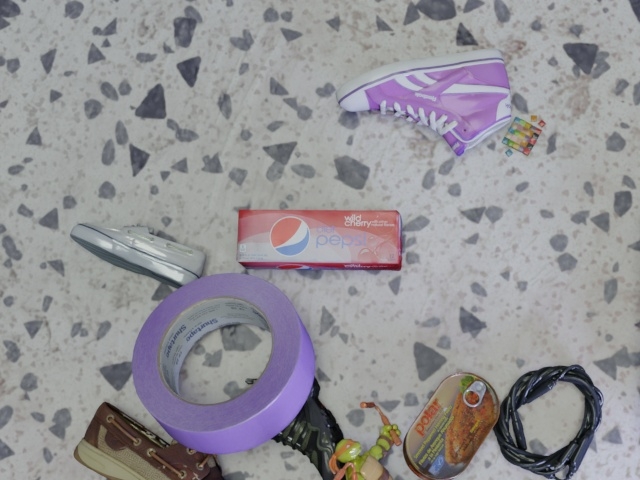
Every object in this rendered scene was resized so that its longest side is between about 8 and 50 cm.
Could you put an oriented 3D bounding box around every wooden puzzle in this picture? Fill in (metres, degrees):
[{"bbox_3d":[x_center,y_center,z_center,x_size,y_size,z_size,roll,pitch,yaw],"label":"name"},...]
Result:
[{"bbox_3d":[0.332,-0.173,1.983,0.049,0.006,0.083,29,85,10],"label":"wooden puzzle"}]

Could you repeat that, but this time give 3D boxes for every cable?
[{"bbox_3d":[0.359,0.275,1.890,0.151,0.047,0.184,24,86,15],"label":"cable"}]

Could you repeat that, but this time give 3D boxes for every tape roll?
[{"bbox_3d":[-0.151,0.189,1.881,0.275,0.090,0.274,-8,56,12],"label":"tape roll"}]

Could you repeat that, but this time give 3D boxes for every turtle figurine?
[{"bbox_3d":[0.083,0.381,1.829,0.087,0.269,0.217,-38,96,27],"label":"turtle figurine"}]

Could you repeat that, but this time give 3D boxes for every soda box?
[{"bbox_3d":[0.000,0.000,1.951,0.263,0.083,0.092,0,80,7],"label":"soda box"}]

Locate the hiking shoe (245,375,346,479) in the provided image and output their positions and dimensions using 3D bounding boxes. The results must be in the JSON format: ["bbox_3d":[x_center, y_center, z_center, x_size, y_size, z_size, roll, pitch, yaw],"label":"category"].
[{"bbox_3d":[-0.035,0.301,1.913,0.114,0.086,0.226,-28,70,10],"label":"hiking shoe"}]

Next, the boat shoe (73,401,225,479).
[{"bbox_3d":[-0.218,0.356,1.900,0.342,0.123,0.123,22,85,16],"label":"boat shoe"}]

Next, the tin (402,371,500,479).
[{"bbox_3d":[0.202,0.290,1.874,0.106,0.040,0.189,38,64,4],"label":"tin"}]

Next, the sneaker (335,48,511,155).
[{"bbox_3d":[0.172,-0.211,1.962,0.282,0.102,0.161,-10,83,4],"label":"sneaker"}]

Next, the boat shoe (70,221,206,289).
[{"bbox_3d":[-0.297,0.012,1.993,0.226,0.083,0.075,25,72,-2],"label":"boat shoe"}]
